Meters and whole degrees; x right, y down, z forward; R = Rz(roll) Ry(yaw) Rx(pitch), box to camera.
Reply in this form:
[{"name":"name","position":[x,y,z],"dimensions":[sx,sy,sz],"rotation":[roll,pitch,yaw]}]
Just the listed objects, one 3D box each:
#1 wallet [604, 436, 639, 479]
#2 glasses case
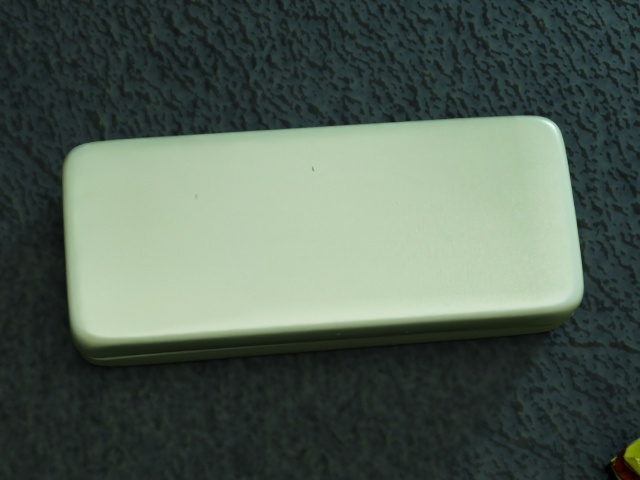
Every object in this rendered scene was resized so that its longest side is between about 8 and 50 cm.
[{"name":"wallet","position":[0.297,0.188,1.034],"dimensions":[0.141,0.067,0.241],"rotation":[-36,85,-18]},{"name":"glasses case","position":[0.000,0.000,1.053],"dimensions":[0.313,0.070,0.131],"rotation":[-4,75,-6]}]
